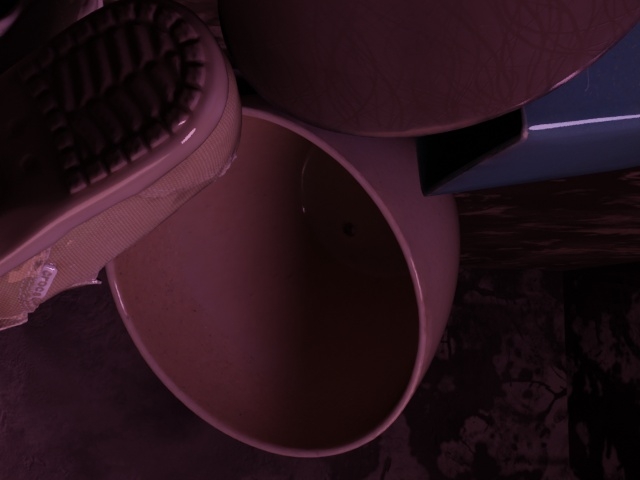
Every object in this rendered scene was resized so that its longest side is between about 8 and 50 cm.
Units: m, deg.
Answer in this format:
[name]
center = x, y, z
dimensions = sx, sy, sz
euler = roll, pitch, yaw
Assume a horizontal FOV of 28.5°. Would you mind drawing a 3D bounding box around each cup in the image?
[cup]
center = 0.000, 0.000, 1.174
dimensions = 0.331, 0.331, 0.237
euler = -5, -162, 35

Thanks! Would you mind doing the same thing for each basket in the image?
[basket]
center = 0.031, -0.144, 0.387
dimensions = 0.204, 0.154, 0.227
euler = -32, 164, 4

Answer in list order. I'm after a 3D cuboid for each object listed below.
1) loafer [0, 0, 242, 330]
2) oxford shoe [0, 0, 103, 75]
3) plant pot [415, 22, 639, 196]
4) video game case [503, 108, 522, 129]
[loafer]
center = -0.143, -0.007, 0.551
dimensions = 0.268, 0.102, 0.092
euler = -24, 157, 18
[oxford shoe]
center = -0.162, -0.119, 0.631
dimensions = 0.130, 0.169, 0.449
euler = -21, 170, 7
[plant pot]
center = 0.172, -0.120, 0.603
dimensions = 0.234, 0.165, 0.165
euler = -4, 174, -10
[video game case]
center = 0.137, -0.094, 0.791
dimensions = 0.190, 0.022, 0.173
euler = 6, -160, -36
